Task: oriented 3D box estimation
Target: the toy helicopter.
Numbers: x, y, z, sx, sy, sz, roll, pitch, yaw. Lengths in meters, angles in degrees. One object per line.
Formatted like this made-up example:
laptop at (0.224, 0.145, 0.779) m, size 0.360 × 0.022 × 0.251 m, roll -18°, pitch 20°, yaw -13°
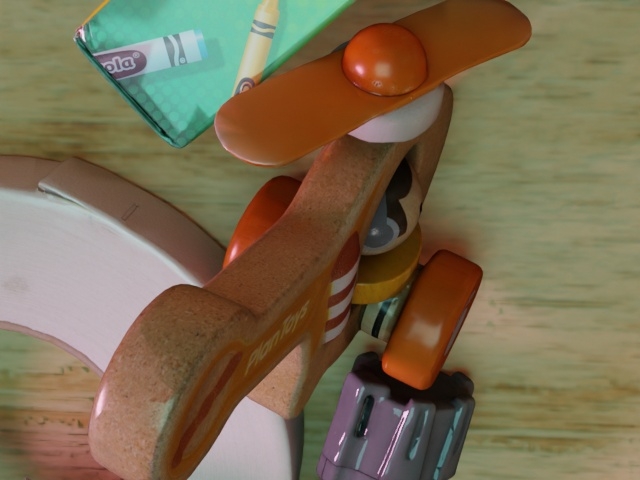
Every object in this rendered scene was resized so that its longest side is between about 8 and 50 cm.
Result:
toy helicopter at (0.000, 0.000, 0.592) m, size 0.140 × 0.355 × 0.235 m, roll 26°, pitch 117°, yaw 12°

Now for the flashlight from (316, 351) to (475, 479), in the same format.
flashlight at (0.029, 0.225, 0.815) m, size 0.103 × 0.103 × 0.304 m, roll 19°, pitch 107°, yaw 5°

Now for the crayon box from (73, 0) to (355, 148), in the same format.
crayon box at (0.015, -0.179, 0.624) m, size 0.278 × 0.165 × 0.081 m, roll -38°, pitch 101°, yaw 18°

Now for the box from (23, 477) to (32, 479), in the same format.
box at (-0.142, 0.249, 0.778) m, size 0.186 × 0.038 × 0.145 m, roll 30°, pitch 111°, yaw -19°

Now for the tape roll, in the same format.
tape roll at (-0.205, 0.133, 0.819) m, size 0.392 × 0.072 × 0.391 m, roll 2°, pitch 110°, yaw 7°
